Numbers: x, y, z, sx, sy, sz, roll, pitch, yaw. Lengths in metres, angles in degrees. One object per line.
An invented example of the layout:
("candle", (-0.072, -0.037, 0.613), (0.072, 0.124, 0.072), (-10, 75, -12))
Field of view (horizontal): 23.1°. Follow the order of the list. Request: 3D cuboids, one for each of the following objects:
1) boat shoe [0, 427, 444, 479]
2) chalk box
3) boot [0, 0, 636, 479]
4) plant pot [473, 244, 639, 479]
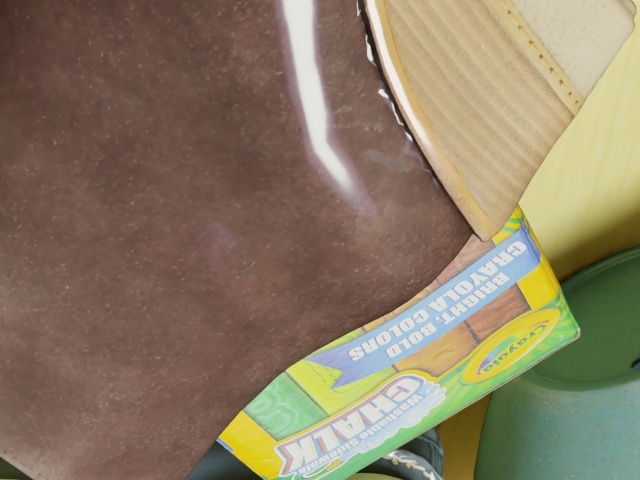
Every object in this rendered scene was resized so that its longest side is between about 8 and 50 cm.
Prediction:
("boat shoe", (-0.073, 0.111, 0.666), (0.254, 0.079, 0.095), (-10, 123, 11))
("chalk box", (0.000, 0.000, 0.576), (0.132, 0.132, 0.213), (-34, 147, 4))
("boot", (-0.062, -0.050, 0.375), (0.207, 0.090, 0.248), (-44, 118, 11))
("plant pot", (0.193, 0.114, 0.793), (0.290, 0.290, 0.195), (-29, 111, -4))
